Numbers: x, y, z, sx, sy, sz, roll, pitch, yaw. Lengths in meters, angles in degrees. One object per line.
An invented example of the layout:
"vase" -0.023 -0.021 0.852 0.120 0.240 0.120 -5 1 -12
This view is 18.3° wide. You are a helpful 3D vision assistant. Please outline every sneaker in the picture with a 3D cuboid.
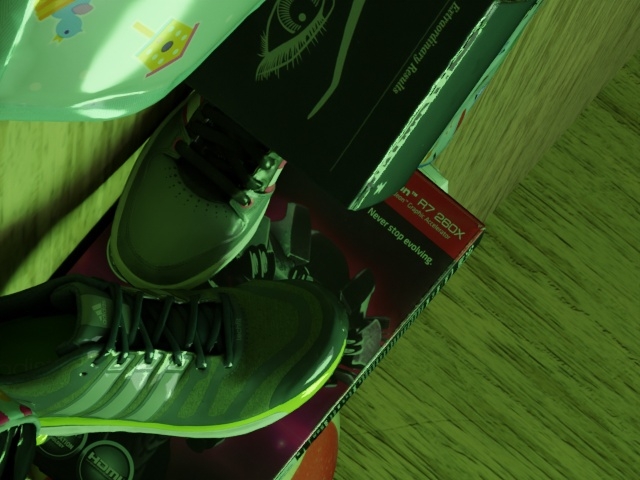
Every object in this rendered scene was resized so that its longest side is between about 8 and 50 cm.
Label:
"sneaker" -0.043 -0.097 1.405 0.295 0.124 0.178 -55 177 -14
"sneaker" -0.128 0.076 1.373 0.300 0.111 0.121 -10 154 -2

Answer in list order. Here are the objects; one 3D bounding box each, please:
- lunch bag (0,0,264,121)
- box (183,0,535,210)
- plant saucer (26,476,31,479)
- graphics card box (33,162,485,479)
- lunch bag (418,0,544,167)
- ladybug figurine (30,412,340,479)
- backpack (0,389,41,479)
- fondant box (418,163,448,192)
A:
"lunch bag" -0.066 -0.186 0.844 0.223 0.160 0.262 -56 175 36
"box" -0.003 -0.141 1.162 0.153 0.207 0.108 -54 171 19
"plant saucer" -0.289 0.179 1.404 0.168 0.029 0.168 -16 172 -2
"graphics card box" -0.073 0.059 1.551 0.371 0.233 0.094 -49 175 -5
"lunch bag" 0.125 -0.197 1.894 0.303 0.115 0.243 -54 173 18
"ladybug figurine" -0.120 0.241 1.925 0.305 0.162 0.449 -13 159 -4
"backpack" -0.274 0.146 1.037 0.253 0.191 0.225 -45 175 8
"fondant box" -0.012 0.058 2.089 0.330 0.096 0.238 -41 162 -12
